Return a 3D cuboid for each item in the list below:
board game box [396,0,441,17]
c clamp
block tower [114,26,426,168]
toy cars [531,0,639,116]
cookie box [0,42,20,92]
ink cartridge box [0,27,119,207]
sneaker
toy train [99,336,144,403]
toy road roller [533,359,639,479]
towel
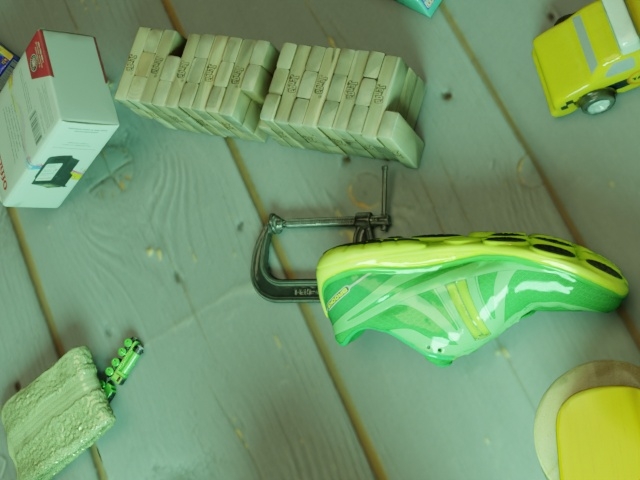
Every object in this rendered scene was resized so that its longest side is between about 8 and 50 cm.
[{"bbox_3d":[0.108,-0.366,1.290,0.160,0.047,0.210,34,89,28],"label":"board game box"},{"bbox_3d":[0.000,0.000,1.243,0.161,0.022,0.137,-8,76,21],"label":"c clamp"},{"bbox_3d":[-0.049,-0.156,1.272,0.336,0.091,0.097,13,80,27],"label":"block tower"},{"bbox_3d":[0.374,-0.160,1.082,0.394,0.087,0.176,22,84,28],"label":"toy cars"},{"bbox_3d":[-0.426,-0.200,1.485,0.092,0.040,0.107,36,91,29],"label":"cookie box"},{"bbox_3d":[-0.308,-0.134,1.351,0.175,0.072,0.127,-43,57,43],"label":"ink cartridge box"},{"bbox_3d":[0.142,0.055,1.127,0.296,0.109,0.123,-2,96,22],"label":"sneaker"},{"bbox_3d":[-0.219,0.143,1.298,0.024,0.017,0.083,33,89,19],"label":"toy train"},{"bbox_3d":[0.303,0.256,0.929,0.241,0.202,0.329,-8,75,9],"label":"toy road roller"},{"bbox_3d":[-0.289,0.192,1.296,0.148,0.027,0.110,-37,63,21],"label":"towel"}]
